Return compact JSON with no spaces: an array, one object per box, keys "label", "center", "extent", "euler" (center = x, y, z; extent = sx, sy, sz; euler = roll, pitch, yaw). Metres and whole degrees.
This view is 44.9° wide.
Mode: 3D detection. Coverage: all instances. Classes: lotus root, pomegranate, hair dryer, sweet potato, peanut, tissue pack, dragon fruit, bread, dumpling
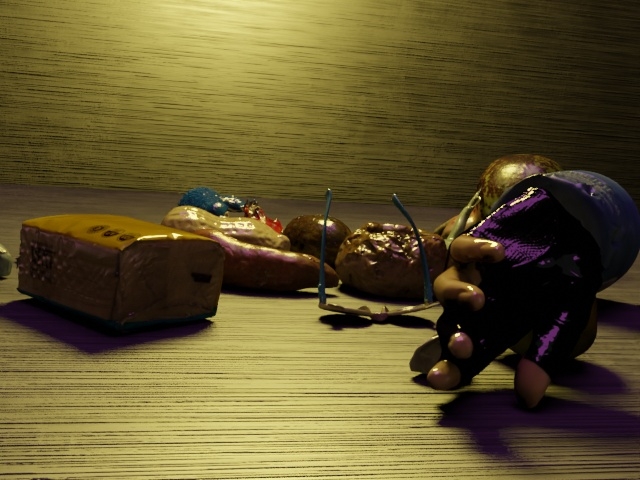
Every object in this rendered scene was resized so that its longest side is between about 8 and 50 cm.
[{"label":"lotus root","center":[0.000,0.000,1.665],"extent":[0.209,0.120,0.120],"euler":[9,9,33]},{"label":"pomegranate","center":[0.436,-0.055,1.855],"extent":[0.340,0.285,0.285],"euler":[-17,3,13]},{"label":"hair dryer","center":[0.294,-0.020,1.796],"extent":[0.067,0.199,0.167],"euler":[32,-26,-20]},{"label":"sweet potato","center":[-0.112,0.046,1.375],"extent":[0.291,0.097,0.097],"euler":[15,9,9]},{"label":"peanut","center":[-0.187,0.007,1.505],"extent":[0.256,0.124,0.123],"euler":[12,5,-19]},{"label":"tissue pack","center":[-0.296,0.037,1.142],"extent":[0.271,0.134,0.192],"euler":[11,10,40]},{"label":"dragon fruit","center":[-0.135,-0.023,1.773],"extent":[0.153,0.111,0.153],"euler":[3,11,-1]},{"label":"bread","center":[0.142,0.035,1.458],"extent":[0.230,0.123,0.230],"euler":[7,7,-1]},{"label":"dumpling","center":[0.146,0.135,0.949],"extent":[0.076,0.057,0.052],"euler":[5,8,2]}]

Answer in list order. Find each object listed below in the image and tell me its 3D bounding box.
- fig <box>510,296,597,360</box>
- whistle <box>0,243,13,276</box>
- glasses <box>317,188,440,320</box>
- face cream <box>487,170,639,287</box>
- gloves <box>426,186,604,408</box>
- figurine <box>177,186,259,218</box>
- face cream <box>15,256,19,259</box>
[{"label":"fig","center":[0.282,0.087,1.056],"extent":[0.186,0.142,0.148],"euler":[17,-9,14]},{"label":"whistle","center":[-0.625,0.006,1.328],"extent":[0.223,0.123,0.123],"euler":[24,14,20]},{"label":"glasses","center":[0.078,0.031,1.251],"extent":[0.189,0.221,0.088],"euler":[1,-30,-16]},{"label":"face cream","center":[0.455,-0.006,1.460],"extent":[0.249,0.249,0.225],"euler":[9,12,32]},{"label":"gloves","center":[0.215,0.074,0.894],"extent":[0.197,0.152,0.301],"euler":[48,44,9]},{"label":"figurine","center":[-0.278,-0.070,1.870],"extent":[0.164,0.121,0.262],"euler":[-40,17,-29]},{"label":"face cream","center":[-0.426,0.021,1.423],"extent":[0.274,0.096,0.154],"euler":[-6,2,43]}]
